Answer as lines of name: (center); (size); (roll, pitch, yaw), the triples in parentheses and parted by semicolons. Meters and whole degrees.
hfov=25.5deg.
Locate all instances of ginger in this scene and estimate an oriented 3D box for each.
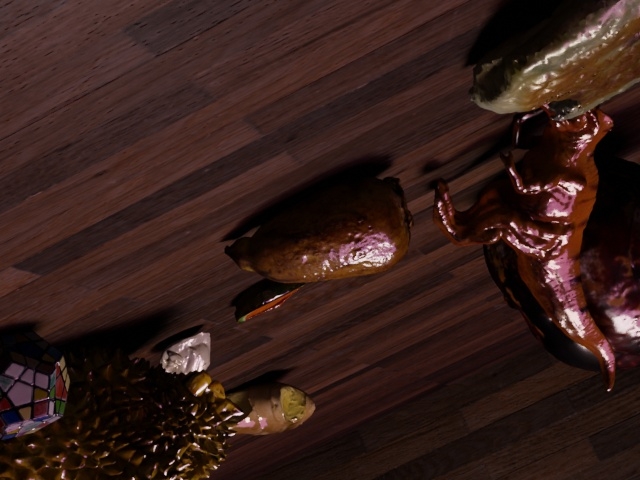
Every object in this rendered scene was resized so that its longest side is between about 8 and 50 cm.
ginger: (-0.155, 0.286, 2.249); (0.295, 0.086, 0.131); (-15, 174, -5)

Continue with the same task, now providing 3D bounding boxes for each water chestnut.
water chestnut: (0.333, 0.030, 1.710); (0.289, 0.289, 0.244); (-3, 125, -57)

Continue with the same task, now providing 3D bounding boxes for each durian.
durian: (-0.244, 0.239, 1.605); (0.293, 0.258, 0.258); (-29, 170, -27)

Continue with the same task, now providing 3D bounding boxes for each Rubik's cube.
Rubik's cube: (-0.305, 0.145, 1.418); (0.111, 0.111, 0.093); (-20, -166, -15)

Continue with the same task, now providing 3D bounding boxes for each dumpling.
dumpling: (-0.166, 0.146, 1.740); (0.076, 0.052, 0.057); (-23, -178, 44)

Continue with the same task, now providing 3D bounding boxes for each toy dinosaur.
toy dinosaur: (0.218, -0.014, 1.524); (0.208, 0.097, 0.432); (4, 135, 14)

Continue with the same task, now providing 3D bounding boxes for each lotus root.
lotus root: (0.000, 0.000, 1.405); (0.191, 0.094, 0.108); (-19, 132, 1)

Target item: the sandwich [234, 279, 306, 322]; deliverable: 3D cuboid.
sandwich: (-0.066, 0.068, 1.681); (0.069, 0.026, 0.101); (-21, 170, -31)

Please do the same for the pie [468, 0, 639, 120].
pie: (0.268, -0.187, 1.199); (0.302, 0.067, 0.302); (-24, 167, -6)
